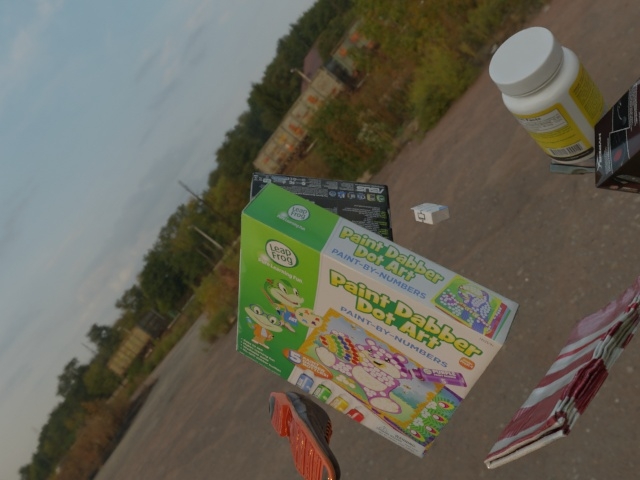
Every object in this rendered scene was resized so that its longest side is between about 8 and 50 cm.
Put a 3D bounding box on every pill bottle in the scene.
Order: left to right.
[{"bbox_3d":[0.356,-0.219,0.891,0.119,0.208,0.119,-29,44,32],"label":"pill bottle"}]

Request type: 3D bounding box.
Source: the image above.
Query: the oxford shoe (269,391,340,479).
[{"bbox_3d":[-0.012,0.365,1.106,0.271,0.098,0.096,-140,54,-60],"label":"oxford shoe"}]

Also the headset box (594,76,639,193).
[{"bbox_3d":[0.507,-0.155,0.707,0.293,0.218,0.110,96,-178,-71],"label":"headset box"}]

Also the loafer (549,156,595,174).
[{"bbox_3d":[0.554,-0.170,1.126,0.267,0.096,0.084,13,107,63],"label":"loafer"}]

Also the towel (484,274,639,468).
[{"bbox_3d":[0.387,0.202,0.902,0.329,0.037,0.237,-40,-18,-30],"label":"towel"}]

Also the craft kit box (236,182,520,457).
[{"bbox_3d":[0.033,0.092,0.587,0.061,0.250,0.246,-52,-18,-41],"label":"craft kit box"}]

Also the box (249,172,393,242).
[{"bbox_3d":[0.000,0.000,0.754,0.045,0.191,0.184,107,165,-57],"label":"box"}]

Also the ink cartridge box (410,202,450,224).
[{"bbox_3d":[0.242,-0.060,1.289,0.048,0.028,0.083,-19,17,-20],"label":"ink cartridge box"}]
